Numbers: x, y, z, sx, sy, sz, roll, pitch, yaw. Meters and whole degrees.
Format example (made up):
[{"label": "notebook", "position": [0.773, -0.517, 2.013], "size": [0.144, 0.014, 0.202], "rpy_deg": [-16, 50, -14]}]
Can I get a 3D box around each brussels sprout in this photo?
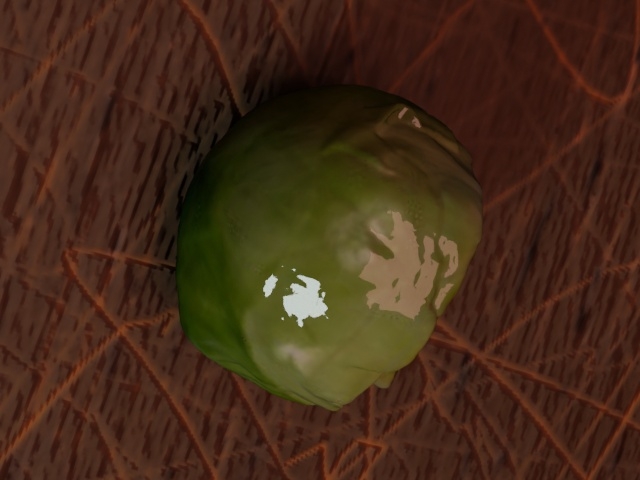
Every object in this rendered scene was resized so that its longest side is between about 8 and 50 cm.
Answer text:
[{"label": "brussels sprout", "position": [-0.003, -0.004, 0.857], "size": [0.122, 0.149, 0.151], "rpy_deg": [23, 55, -17]}]
